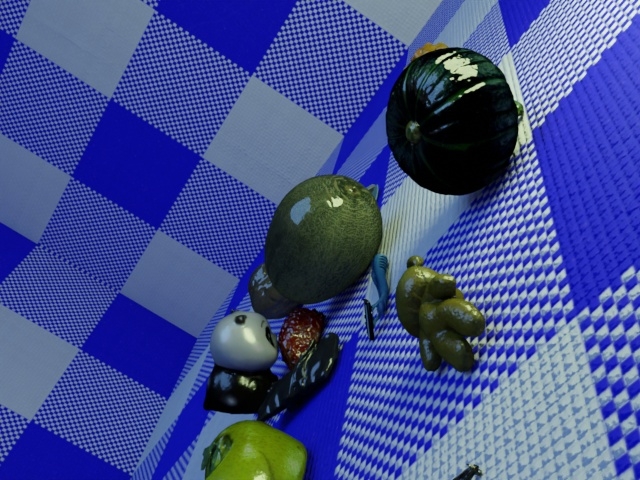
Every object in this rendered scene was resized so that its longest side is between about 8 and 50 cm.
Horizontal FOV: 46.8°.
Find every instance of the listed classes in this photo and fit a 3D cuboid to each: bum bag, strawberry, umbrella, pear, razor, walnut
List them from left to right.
[{"bbox_3d":[-0.124,0.397,1.260,0.238,0.164,0.255,-53,9,36],"label":"pear"},{"bbox_3d":[-0.106,0.116,2.091,0.230,0.178,0.178,-43,13,14],"label":"walnut"},{"bbox_3d":[-0.055,0.224,1.707,0.140,0.085,0.192,-36,25,61],"label":"strawberry"},{"bbox_3d":[-0.045,0.289,1.511,0.248,0.060,0.123,-49,14,35],"label":"bum bag"},{"bbox_3d":[0.111,0.092,1.419,0.253,0.042,0.082,-75,-21,-65],"label":"razor"},{"bbox_3d":[0.136,0.263,0.773,0.083,0.031,0.020,-52,-21,20],"label":"umbrella"}]

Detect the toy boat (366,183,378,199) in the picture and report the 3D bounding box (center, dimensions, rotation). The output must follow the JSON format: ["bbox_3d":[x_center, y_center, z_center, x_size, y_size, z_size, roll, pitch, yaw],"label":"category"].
[{"bbox_3d":[0.130,-0.095,1.979,0.096,0.034,0.122,-53,19,24],"label":"toy boat"}]

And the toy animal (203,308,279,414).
[{"bbox_3d":[-0.178,0.281,1.721,0.187,0.165,0.235,170,106,-75],"label":"toy animal"}]

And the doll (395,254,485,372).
[{"bbox_3d":[0.170,0.103,1.000,0.209,0.097,0.137,-132,42,-64],"label":"doll"}]

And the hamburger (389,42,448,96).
[{"bbox_3d":[0.271,-0.394,1.846,0.237,0.149,0.237,-54,9,13],"label":"hamburger"}]

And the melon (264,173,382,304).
[{"bbox_3d":[0.000,0.000,1.671,0.329,0.249,0.248,-55,9,31],"label":"melon"}]

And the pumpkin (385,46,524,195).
[{"bbox_3d":[0.242,-0.205,1.252,0.248,0.248,0.248,-55,10,14],"label":"pumpkin"}]
